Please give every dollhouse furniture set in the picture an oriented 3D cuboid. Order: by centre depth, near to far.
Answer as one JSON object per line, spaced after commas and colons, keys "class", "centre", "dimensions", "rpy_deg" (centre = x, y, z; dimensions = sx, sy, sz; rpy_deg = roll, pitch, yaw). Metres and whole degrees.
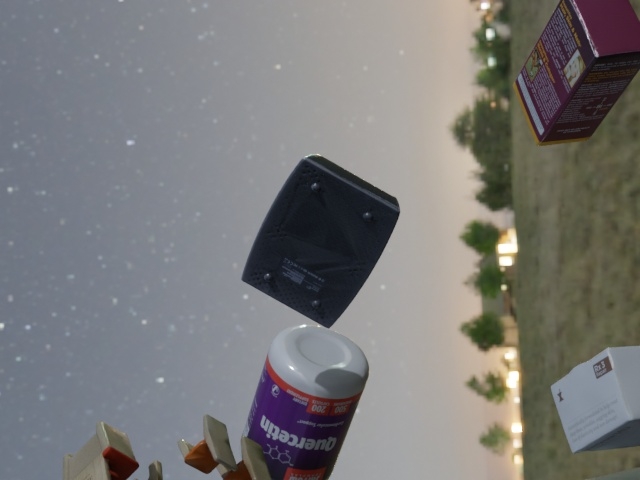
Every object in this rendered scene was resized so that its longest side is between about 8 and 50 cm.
{"class": "dollhouse furniture set", "centre": [-0.227, 0.369, 1.360], "dimensions": [0.259, 0.262, 0.135], "rpy_deg": [39, -169, -34]}

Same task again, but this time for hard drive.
{"class": "hard drive", "centre": [0.000, 0.000, 1.436], "dimensions": [0.255, 0.172, 0.054], "rpy_deg": [-61, 0, 39]}

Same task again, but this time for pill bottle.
{"class": "pill bottle", "centre": [-0.039, 0.324, 1.782], "dimensions": [0.181, 0.181, 0.323], "rpy_deg": [-72, -1, -63]}

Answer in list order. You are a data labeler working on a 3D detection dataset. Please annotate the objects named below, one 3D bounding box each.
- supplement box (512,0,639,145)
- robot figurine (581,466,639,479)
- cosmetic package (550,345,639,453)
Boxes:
{"class": "supplement box", "centre": [0.322, -0.214, 1.239], "dimensions": [0.188, 0.081, 0.104], "rpy_deg": [111, 147, -59]}
{"class": "robot figurine", "centre": [0.347, 0.360, 1.104], "dimensions": [0.300, 0.353, 0.200], "rpy_deg": [-57, 48, 33]}
{"class": "cosmetic package", "centre": [0.381, 0.166, 1.064], "dimensions": [0.117, 0.231, 0.085], "rpy_deg": [123, 139, -56]}
